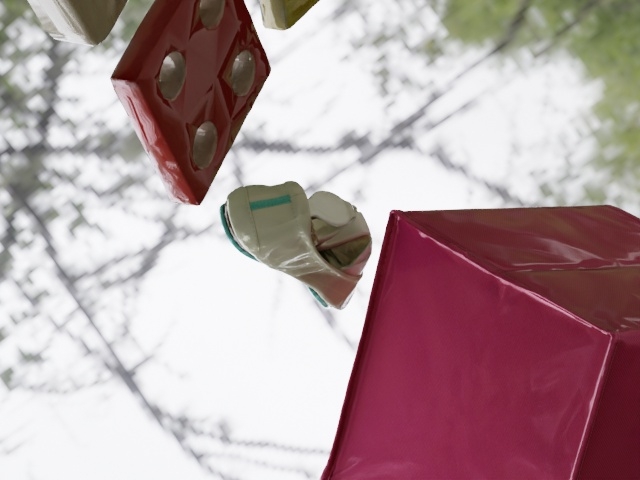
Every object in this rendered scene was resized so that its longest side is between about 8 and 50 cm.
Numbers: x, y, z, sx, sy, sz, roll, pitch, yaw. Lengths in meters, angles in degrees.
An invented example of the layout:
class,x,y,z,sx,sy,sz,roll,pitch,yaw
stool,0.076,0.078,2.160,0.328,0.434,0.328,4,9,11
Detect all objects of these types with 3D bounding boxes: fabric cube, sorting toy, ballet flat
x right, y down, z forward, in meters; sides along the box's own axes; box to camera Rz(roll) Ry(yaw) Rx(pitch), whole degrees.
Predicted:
class,x,y,z,sx,sy,sz,roll,pitch,yaw
fabric cube,0.195,0.131,1.581,0.258,0.254,0.259,-2,-156,-40
sorting toy,-0.058,-0.129,0.421,0.132,0.046,0.274,-66,-30,-27
ballet flat,0.000,0.000,1.598,0.086,0.086,0.248,67,-167,16
